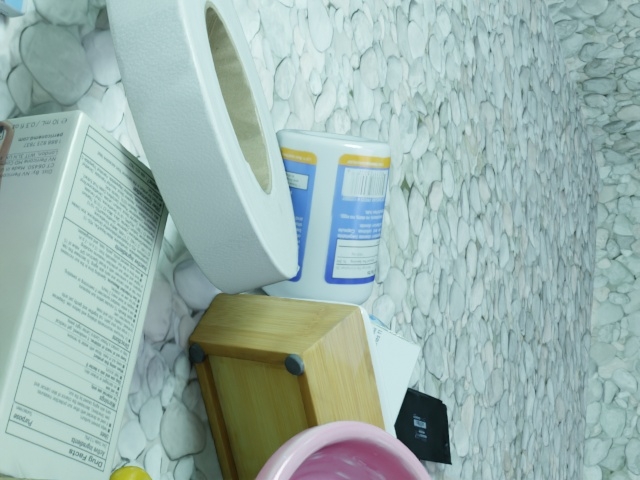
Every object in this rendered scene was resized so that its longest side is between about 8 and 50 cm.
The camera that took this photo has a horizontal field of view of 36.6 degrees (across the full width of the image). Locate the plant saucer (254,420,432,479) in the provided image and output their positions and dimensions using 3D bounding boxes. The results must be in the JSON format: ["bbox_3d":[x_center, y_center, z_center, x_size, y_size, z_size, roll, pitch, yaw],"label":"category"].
[{"bbox_3d":[0.018,0.345,0.930,0.332,0.084,0.332,24,57,-44],"label":"plant saucer"}]

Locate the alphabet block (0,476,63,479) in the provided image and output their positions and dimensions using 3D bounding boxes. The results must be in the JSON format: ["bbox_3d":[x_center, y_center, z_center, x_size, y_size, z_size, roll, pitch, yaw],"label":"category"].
[{"bbox_3d":[-0.293,0.240,0.593,0.193,0.197,0.192,27,63,-60],"label":"alphabet block"}]

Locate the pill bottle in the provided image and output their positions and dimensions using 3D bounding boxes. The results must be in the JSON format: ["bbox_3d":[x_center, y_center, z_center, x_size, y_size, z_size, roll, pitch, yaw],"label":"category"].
[{"bbox_3d":[0.000,0.000,1.243,0.152,0.152,0.272,-12,112,-63],"label":"pill bottle"}]

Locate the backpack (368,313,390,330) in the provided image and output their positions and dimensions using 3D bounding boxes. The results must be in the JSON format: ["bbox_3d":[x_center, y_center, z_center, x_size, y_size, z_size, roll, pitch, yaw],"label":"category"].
[{"bbox_3d":[0.052,0.163,1.424,0.105,0.084,0.114,42,53,-51],"label":"backpack"}]

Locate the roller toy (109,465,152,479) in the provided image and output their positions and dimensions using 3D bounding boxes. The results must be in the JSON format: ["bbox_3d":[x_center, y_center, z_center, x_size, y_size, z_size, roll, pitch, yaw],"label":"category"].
[{"bbox_3d":[-0.162,0.335,0.895,0.191,0.146,0.209,-74,156,-48],"label":"roller toy"}]

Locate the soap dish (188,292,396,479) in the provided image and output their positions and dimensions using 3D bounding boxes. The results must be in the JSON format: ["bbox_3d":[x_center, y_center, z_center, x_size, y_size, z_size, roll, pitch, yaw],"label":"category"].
[{"bbox_3d":[-0.029,0.211,1.116,0.118,0.229,0.291,-26,110,-44],"label":"soap dish"}]

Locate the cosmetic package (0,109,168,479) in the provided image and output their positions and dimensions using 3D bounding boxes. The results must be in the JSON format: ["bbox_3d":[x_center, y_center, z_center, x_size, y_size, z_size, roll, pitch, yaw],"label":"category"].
[{"bbox_3d":[-0.239,0.059,0.806,0.153,0.129,0.296,49,44,-53],"label":"cosmetic package"}]

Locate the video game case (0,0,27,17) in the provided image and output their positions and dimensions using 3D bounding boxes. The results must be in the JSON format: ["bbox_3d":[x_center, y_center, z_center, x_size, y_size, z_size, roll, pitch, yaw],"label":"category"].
[{"bbox_3d":[-0.315,-0.321,0.831,0.183,0.023,0.201,25,63,-60],"label":"video game case"}]

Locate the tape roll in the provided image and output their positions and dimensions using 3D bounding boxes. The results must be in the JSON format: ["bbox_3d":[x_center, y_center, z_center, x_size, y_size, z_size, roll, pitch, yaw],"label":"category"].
[{"bbox_3d":[-0.112,-0.135,1.000,0.392,0.072,0.392,-16,90,-84],"label":"tape roll"}]

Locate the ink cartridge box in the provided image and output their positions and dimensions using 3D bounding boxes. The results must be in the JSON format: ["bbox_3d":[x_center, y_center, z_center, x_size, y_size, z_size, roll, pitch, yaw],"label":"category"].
[{"bbox_3d":[0.043,0.230,1.274,0.153,0.087,0.208,-62,177,-45],"label":"ink cartridge box"}]

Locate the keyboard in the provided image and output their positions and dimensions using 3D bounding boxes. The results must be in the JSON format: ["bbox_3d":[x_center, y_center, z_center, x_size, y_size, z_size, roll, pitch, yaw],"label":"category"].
[{"bbox_3d":[0.163,0.359,1.675,0.317,0.033,0.201,30,53,-58],"label":"keyboard"}]
